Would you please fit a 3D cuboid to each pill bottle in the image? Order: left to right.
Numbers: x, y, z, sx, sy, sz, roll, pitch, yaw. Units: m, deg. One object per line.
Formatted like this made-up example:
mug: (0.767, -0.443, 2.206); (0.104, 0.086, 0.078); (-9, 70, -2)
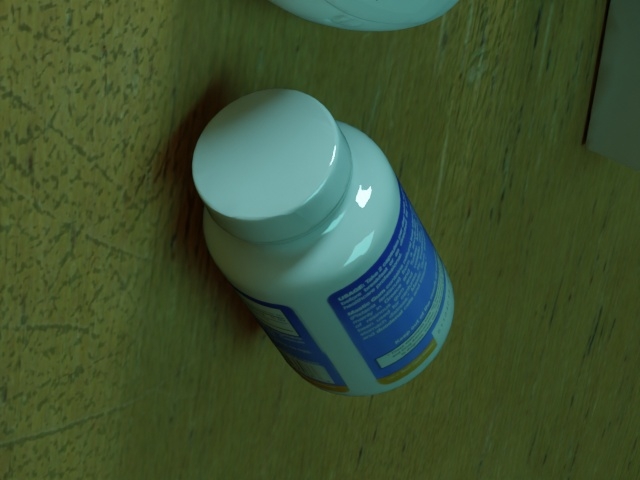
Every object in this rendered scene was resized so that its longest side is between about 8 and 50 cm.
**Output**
pill bottle: (0.000, 0.000, 1.532); (0.152, 0.152, 0.272); (-54, 149, -15)

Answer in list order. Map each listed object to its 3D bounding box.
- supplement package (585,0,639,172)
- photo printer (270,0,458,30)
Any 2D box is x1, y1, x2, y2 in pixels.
supplement package: (0.391, -0.180, 1.994); (0.203, 0.149, 0.194); (-30, 137, -43)
photo printer: (0.077, -0.277, 1.399); (0.307, 0.107, 0.256); (-46, 155, 18)
